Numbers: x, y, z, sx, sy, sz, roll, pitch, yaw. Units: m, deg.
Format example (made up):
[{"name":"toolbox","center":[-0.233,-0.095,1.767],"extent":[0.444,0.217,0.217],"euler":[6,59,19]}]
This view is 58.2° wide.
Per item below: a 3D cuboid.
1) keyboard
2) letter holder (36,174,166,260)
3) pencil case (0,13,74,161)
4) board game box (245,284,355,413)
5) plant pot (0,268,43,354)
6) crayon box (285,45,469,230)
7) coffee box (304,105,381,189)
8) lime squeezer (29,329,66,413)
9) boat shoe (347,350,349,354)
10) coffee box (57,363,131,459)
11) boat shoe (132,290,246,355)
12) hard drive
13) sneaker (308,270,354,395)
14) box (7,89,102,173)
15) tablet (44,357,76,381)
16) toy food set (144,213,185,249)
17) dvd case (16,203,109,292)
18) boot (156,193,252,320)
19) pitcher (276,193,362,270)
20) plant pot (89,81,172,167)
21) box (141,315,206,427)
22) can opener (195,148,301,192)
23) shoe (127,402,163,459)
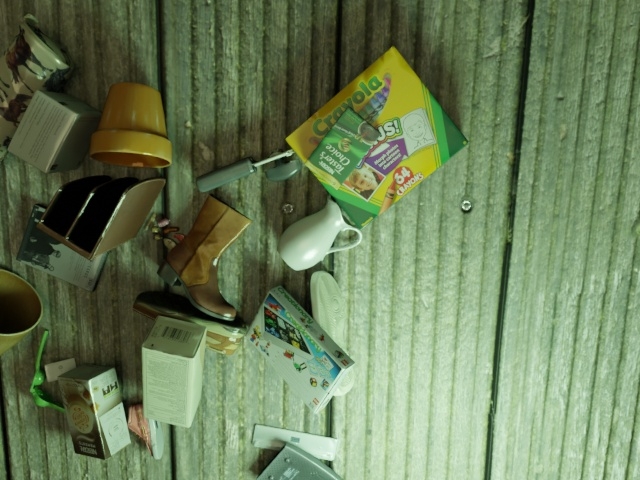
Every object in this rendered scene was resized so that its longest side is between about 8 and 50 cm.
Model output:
[{"name":"keyboard","center":[-0.078,0.614,1.750],"extent":[0.255,0.014,0.072],"euler":[10,96,0]},{"name":"letter holder","center":[-0.543,-0.105,1.480],"extent":[0.152,0.302,0.214],"euler":[33,100,-4]},{"name":"pencil case","center":[-0.824,-0.382,1.510],"extent":[0.183,0.160,0.410],"euler":[43,100,-9]},{"name":"board game box","center":[-0.064,0.295,1.567],"extent":[0.305,0.053,0.193],"euler":[44,124,22]},{"name":"plant pot","center":[-0.955,0.248,1.620],"extent":[0.237,0.237,0.254],"euler":[40,113,-5]},{"name":"crayon box","center":[0.146,-0.264,1.520],"extent":[0.363,0.106,0.313],"euler":[-39,97,9]},{"name":"coffee box","center":[0.056,-0.232,1.457],"extent":[0.113,0.040,0.184],"euler":[39,101,-4]},{"name":"lime squeezer","center":[-0.816,0.428,1.720],"extent":[0.109,0.059,0.311],"euler":[-16,99,6]},{"name":"boat shoe","center":[0.068,0.384,1.684],"extent":[0.046,0.038,0.125],"euler":[5,101,1]},{"name":"coffee box","center":[-0.660,0.498,1.683],"extent":[0.141,0.098,0.247],"euler":[-3,102,30]},{"name":"boat shoe","center":[-0.377,0.244,1.635],"extent":[0.323,0.122,0.120],"euler":[19,104,-1]},{"name":"hard drive","center":[-0.047,0.730,1.741],"extent":[0.254,0.054,0.172],"euler":[37,106,-6]},{"name":"sneaker","center":[-0.012,0.264,1.629],"extent":[0.148,0.131,0.350],"euler":[-10,86,39]},{"name":"box","center":[-0.688,-0.284,1.512],"extent":[0.119,0.181,0.182],"euler":[31,100,-4]},{"name":"tablet","center":[-0.773,0.386,1.715],"extent":[0.083,0.006,0.054],"euler":[-11,99,-25]},{"name":"toy food set","center":[-0.437,-0.021,1.635],"extent":[0.122,0.019,0.078],"euler":[31,101,-4]},{"name":"dvd case","center":[-0.733,0.023,1.651],"extent":[0.238,0.029,0.179],"euler":[24,101,-3]},{"name":"boot","center":[-0.278,0.051,1.609],"extent":[0.264,0.096,0.280],"euler":[38,93,11]},{"name":"pitcher","center":[0.000,0.000,1.578],"extent":[0.207,0.125,0.178],"euler":[-41,119,7]},{"name":"plant pot","center":[-0.489,-0.302,1.505],"extent":[0.205,0.205,0.188],"euler":[2,86,2]},{"name":"box","center":[-0.407,0.370,1.596],"extent":[0.147,0.121,0.311],"euler":[14,128,-1]},{"name":"can opener","center":[-0.194,-0.178,1.567],"extent":[0.283,0.076,0.095],"euler":[-21,99,7]},{"name":"shoe","center":[-0.529,0.575,1.736],"extent":[0.081,0.063,0.178],"euler":[-8,95,5]}]
